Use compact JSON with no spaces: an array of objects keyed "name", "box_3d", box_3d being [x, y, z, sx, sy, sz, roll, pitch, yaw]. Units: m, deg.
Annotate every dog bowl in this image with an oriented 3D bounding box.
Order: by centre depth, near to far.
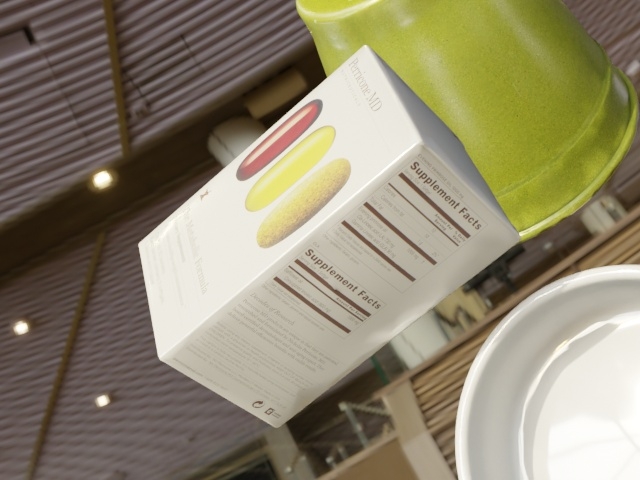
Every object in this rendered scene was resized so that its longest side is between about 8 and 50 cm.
[{"name":"dog bowl","box_3d":[0.243,0.156,0.786,0.265,0.265,0.104,-41,-30,17]}]

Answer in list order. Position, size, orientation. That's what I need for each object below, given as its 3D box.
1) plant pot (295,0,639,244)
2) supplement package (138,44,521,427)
[{"name":"plant pot","box_3d":[0.158,-0.232,1.299,0.366,0.366,0.353,-35,-57,8]},{"name":"supplement package","box_3d":[0.000,0.000,0.779,0.244,0.139,0.134,-40,-51,15]}]
